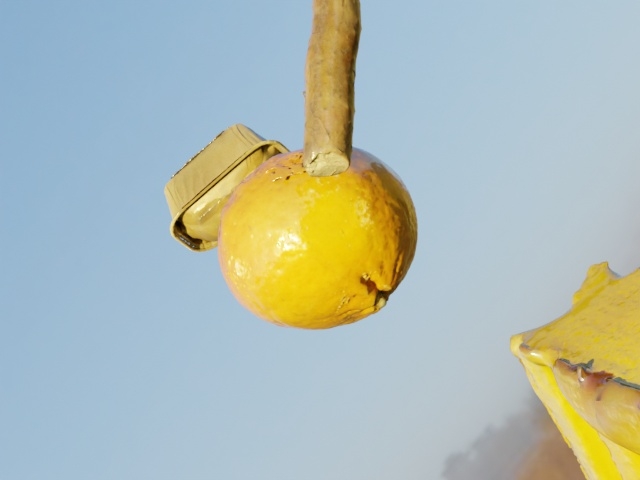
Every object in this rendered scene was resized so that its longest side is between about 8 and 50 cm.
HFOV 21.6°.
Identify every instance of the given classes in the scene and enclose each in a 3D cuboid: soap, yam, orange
[{"bbox_3d":[0.304,0.178,1.312,0.143,0.281,0.259,-36,25,-17],"label":"soap"},{"bbox_3d":[0.011,-0.173,1.647,0.057,0.056,0.241,101,172,-63],"label":"yam"},{"bbox_3d":[-0.002,-0.001,1.782,0.219,0.193,0.219,-14,-32,-9],"label":"orange"}]

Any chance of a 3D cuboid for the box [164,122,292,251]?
[{"bbox_3d":[-0.112,-0.063,2.074,0.177,0.111,0.111,-40,-13,6],"label":"box"}]
